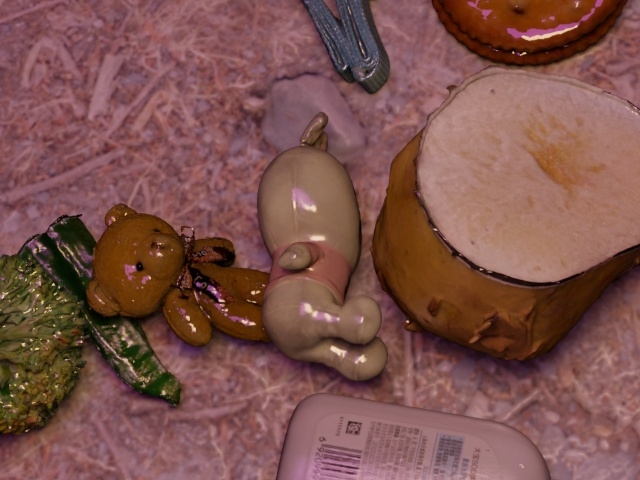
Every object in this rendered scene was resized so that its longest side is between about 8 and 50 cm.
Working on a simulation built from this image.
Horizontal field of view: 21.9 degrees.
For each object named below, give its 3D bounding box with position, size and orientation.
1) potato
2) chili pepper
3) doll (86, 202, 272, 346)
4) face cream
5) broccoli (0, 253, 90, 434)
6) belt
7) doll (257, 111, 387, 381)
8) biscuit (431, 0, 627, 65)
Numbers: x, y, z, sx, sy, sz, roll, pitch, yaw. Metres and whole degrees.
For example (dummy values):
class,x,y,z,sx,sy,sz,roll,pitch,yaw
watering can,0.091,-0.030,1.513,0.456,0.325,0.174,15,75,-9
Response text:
class,x,y,z,sx,sy,sz,roll,pitch,yaw
potato,0.182,-0.016,1.582,0.299,0.196,0.246,-26,70,-32
chili pepper,-0.210,0.078,1.669,0.088,0.059,0.227,-33,74,-27
doll,-0.124,0.035,1.634,0.209,0.097,0.137,15,53,-3
face cream,0.127,0.242,1.544,0.336,0.080,0.163,8,71,11
broccoli,-0.341,0.115,1.597,0.194,0.194,0.220,36,112,18
belt,0.035,-0.244,1.742,0.100,0.065,0.179,-26,71,8
doll,-0.012,0.006,1.605,0.113,0.155,0.275,-13,61,2
biscuit,0.219,-0.287,1.724,0.220,0.066,0.221,-3,70,8
